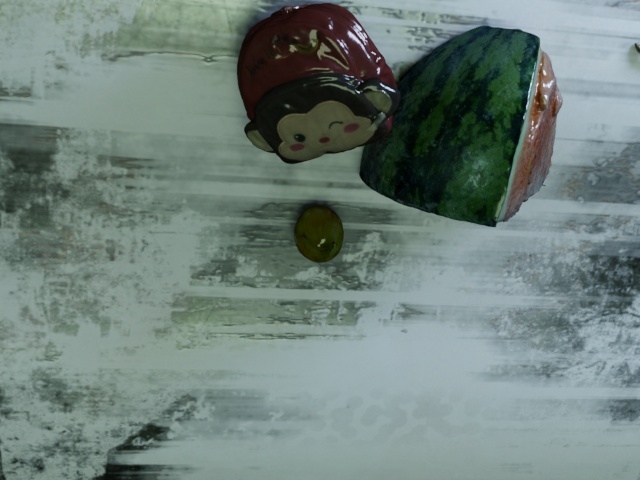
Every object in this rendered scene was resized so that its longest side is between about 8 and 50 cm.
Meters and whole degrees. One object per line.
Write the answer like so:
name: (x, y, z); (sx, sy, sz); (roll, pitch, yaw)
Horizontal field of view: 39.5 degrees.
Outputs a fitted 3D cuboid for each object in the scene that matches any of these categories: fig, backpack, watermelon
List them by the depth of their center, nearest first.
backpack: (-0.009, -0.215, 1.194); (0.229, 0.139, 0.229); (4, 132, 5)
watermelon: (0.208, -0.159, 1.284); (0.250, 0.292, 0.283); (26, 90, 18)
fig: (0.000, 0.000, 1.343); (0.082, 0.098, 0.084); (27, 124, -25)

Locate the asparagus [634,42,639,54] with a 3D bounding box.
asparagus: (0.522, -0.245, 1.341); (0.016, 0.016, 0.162); (-33, 124, 32)
